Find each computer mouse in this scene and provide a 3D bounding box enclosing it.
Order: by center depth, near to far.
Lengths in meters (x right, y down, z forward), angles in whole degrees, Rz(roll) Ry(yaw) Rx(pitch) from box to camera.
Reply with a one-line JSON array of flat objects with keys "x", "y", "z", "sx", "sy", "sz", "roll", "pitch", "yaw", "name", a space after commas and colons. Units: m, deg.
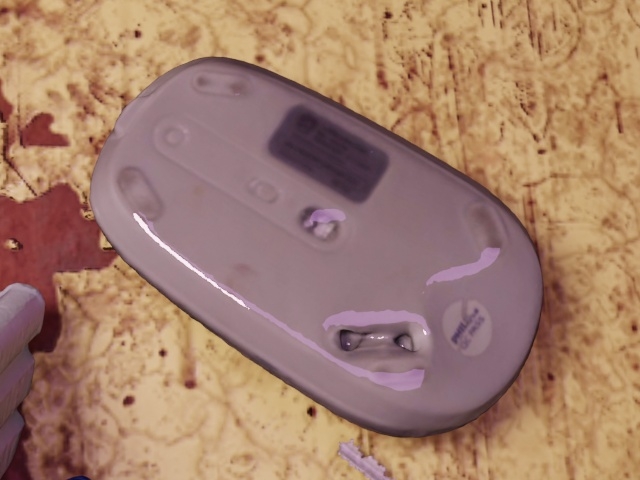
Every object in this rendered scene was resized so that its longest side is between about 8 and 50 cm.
[{"x": -0.001, "y": 0.002, "z": 0.917, "sx": 0.331, "sy": 0.095, "sz": 0.197, "roll": 34, "pitch": 67, "yaw": 7, "name": "computer mouse"}]

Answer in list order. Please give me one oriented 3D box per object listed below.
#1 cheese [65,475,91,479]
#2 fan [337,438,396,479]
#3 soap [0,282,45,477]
[{"x": -0.124, "y": 0.267, "z": 0.805, "sx": 0.156, "sy": 0.064, "sz": 0.250, "roll": -30, "pitch": 70, "yaw": 13, "name": "cheese"}, {"x": 0.141, "y": 0.242, "z": 0.919, "sx": 0.329, "sy": 0.009, "sz": 0.191, "roll": 36, "pitch": 70, "yaw": -4, "name": "fan"}, {"x": -0.248, "y": 0.136, "z": 0.736, "sx": 0.095, "sy": 0.289, "sz": 0.173, "roll": 14, "pitch": 106, "yaw": 0, "name": "soap"}]
